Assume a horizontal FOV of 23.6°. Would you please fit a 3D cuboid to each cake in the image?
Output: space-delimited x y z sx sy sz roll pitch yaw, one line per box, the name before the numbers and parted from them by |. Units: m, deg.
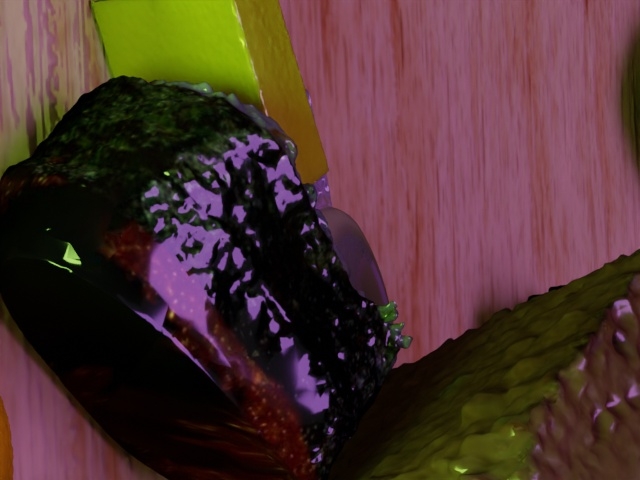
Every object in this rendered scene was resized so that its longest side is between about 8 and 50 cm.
cake | 0.136 0.200 0.881 0.290 0.255 0.282 55 41 -8

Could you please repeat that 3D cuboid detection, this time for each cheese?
cheese | 0.000 0.000 0.953 0.097 0.037 0.192 -34 116 -54

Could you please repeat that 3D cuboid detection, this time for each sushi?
sushi | -0.061 0.028 0.771 0.225 0.136 0.126 53 49 -32

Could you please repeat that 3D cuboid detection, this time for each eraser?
eraser | -0.059 -0.081 0.810 0.045 0.097 0.122 -39 120 -48

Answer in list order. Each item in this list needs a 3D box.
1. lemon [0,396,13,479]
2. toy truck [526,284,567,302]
lemon | -0.189 0.101 0.564 0.142 0.142 0.187 43 60 -47
toy truck | 0.215 0.155 1.117 0.127 0.127 0.257 34 56 -53
